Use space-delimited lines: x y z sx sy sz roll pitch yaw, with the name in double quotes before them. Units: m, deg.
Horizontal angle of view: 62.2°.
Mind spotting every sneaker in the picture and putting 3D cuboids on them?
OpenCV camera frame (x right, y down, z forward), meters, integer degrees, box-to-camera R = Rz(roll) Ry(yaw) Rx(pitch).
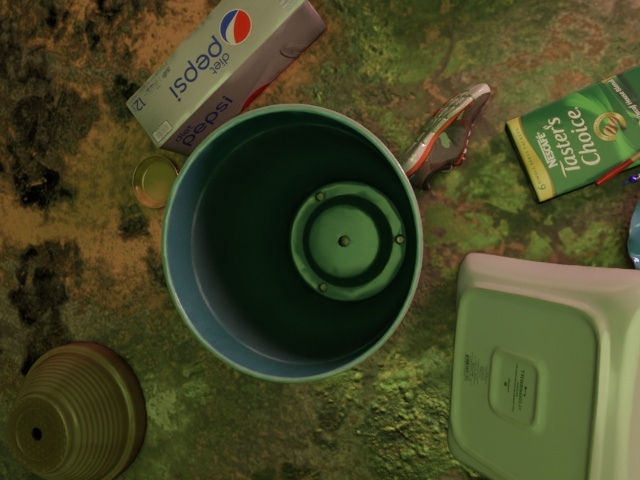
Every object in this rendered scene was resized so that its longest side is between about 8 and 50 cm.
"sneaker" 0.169 -0.132 0.694 0.065 0.061 0.158 39 104 -14

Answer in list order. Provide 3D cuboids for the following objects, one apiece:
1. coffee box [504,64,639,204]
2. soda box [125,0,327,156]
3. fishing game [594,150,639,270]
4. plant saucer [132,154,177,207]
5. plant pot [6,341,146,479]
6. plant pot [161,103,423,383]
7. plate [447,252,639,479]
"coffee box" 0.332 -0.128 0.641 0.184 0.040 0.113 -21 85 16
"soda box" -0.133 -0.249 0.754 0.286 0.098 0.091 -40 78 13
"fishing game" 0.447 -0.010 0.605 0.189 0.041 0.264 -38 92 14
"plant saucer" -0.257 -0.092 0.838 0.083 0.015 0.083 0 90 17
"plant pot" -0.409 0.288 0.842 0.237 0.110 0.237 0 90 18
"plant pot" 0.000 0.000 0.635 0.272 0.255 0.271 1 92 17
"plate" 0.226 0.159 0.579 0.045 0.278 0.277 2 92 -24
